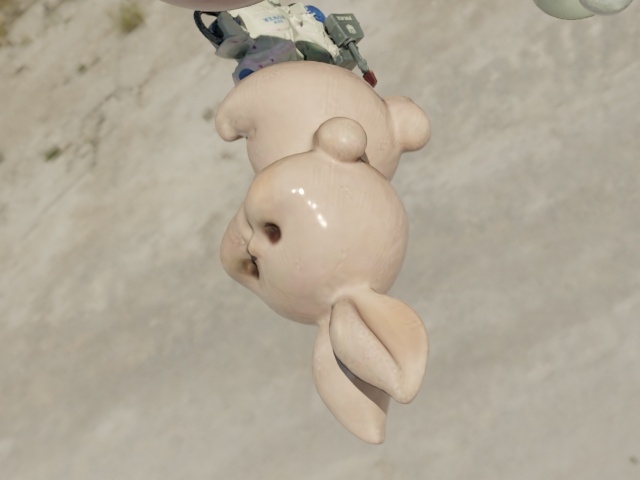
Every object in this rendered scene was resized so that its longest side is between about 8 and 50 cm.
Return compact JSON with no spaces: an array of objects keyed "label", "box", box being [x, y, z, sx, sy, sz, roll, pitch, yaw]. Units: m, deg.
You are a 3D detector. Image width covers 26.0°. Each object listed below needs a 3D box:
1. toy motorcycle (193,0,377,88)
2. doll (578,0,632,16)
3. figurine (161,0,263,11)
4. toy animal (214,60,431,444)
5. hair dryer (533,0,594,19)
[{"label":"toy motorcycle","box":[-0.035,-0.205,1.525,0.221,0.150,0.102,-13,-27,-50]},{"label":"doll","box":[0.209,-0.203,0.728,0.257,0.161,0.215,31,89,37]},{"label":"figurine","box":[-0.096,-0.281,1.027,0.261,0.211,0.270,7,48,12]},{"label":"toy animal","box":[-0.002,0.000,0.746,0.124,0.124,0.212,-26,43,25]},{"label":"hair dryer","box":[0.183,-0.395,1.545,0.107,0.173,0.357,-43,57,-16]}]
